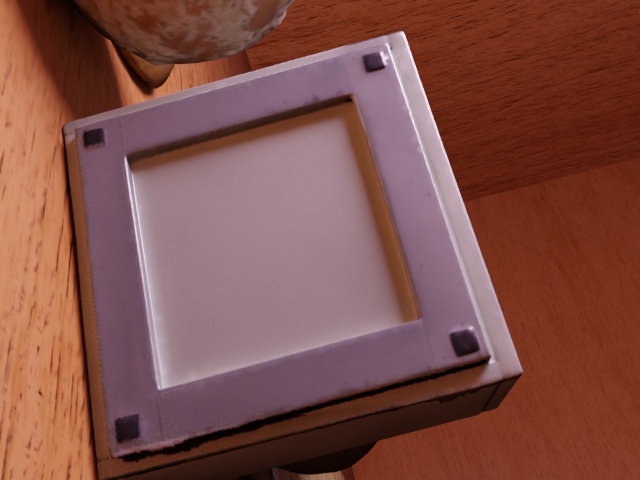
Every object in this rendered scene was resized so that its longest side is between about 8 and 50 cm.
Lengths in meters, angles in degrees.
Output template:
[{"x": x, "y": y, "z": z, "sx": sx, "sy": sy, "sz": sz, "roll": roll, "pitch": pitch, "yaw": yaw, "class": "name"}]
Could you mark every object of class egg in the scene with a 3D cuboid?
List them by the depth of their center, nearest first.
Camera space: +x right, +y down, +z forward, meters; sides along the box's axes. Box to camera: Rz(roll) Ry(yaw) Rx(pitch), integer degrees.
[{"x": -0.100, "y": -0.233, "z": 0.501, "sx": 0.245, "sy": 0.203, "sz": 0.204, "roll": 121, "pitch": -40, "yaw": -60, "class": "egg"}]

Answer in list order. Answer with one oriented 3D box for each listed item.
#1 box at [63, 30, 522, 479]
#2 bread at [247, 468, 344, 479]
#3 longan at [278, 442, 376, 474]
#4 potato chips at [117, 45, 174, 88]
[{"x": -0.025, "y": 0.016, "z": 0.442, "sx": 0.117, "sy": 0.224, "sz": 0.225, "roll": 74, "pitch": 2, "yaw": -67, "class": "box"}, {"x": -0.028, "y": 0.260, "z": 0.812, "sx": 0.267, "sy": 0.040, "sz": 0.267, "roll": 62, "pitch": 9, "yaw": -17, "class": "bread"}, {"x": -0.020, "y": 0.111, "z": 0.665, "sx": 0.212, "sy": 0.197, "sz": 0.198, "roll": -97, "pitch": 173, "yaw": -69, "class": "longan"}, {"x": -0.175, "y": -0.253, "z": 0.698, "sx": 0.195, "sy": 0.061, "sz": 0.208, "roll": -100, "pitch": 179, "yaw": -46, "class": "potato chips"}]
